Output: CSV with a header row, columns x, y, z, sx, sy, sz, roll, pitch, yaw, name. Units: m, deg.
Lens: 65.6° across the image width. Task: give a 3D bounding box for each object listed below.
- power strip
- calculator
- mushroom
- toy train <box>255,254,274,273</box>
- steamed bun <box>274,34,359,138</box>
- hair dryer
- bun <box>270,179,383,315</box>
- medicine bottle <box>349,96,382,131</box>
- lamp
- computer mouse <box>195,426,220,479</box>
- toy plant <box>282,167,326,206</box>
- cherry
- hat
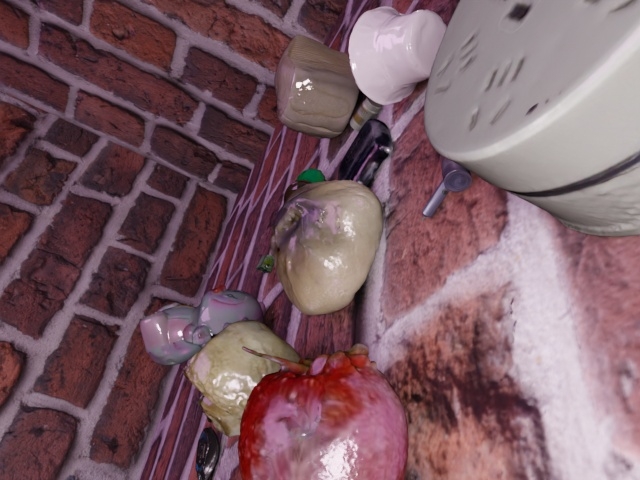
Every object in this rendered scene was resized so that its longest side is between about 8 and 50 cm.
x,y,z,sx,sy,sz,roll,pitch,yaw,name
0.242,-0.179,0.401,0.358,0.161,0.358,-56,19,30,power strip
0.095,-0.189,1.126,0.177,0.040,0.268,-58,13,19,calculator
-0.101,0.258,0.879,0.190,0.164,0.267,-48,-32,-33,mushroom
-0.178,0.076,1.600,0.057,0.038,0.093,-67,16,-14,toy train
-0.023,-0.444,1.499,0.384,0.246,0.236,-98,25,-53,steamed bun
0.172,-0.072,0.713,0.063,0.037,0.114,-82,16,-50,hair dryer
-0.003,0.003,0.924,0.273,0.168,0.273,-46,31,39,bun
0.111,-0.311,1.220,0.083,0.047,0.047,-51,22,43,medicine bottle
-0.293,0.253,1.316,0.247,0.300,0.248,-23,-80,-84,lamp
-0.278,0.537,1.239,0.079,0.047,0.135,-28,51,55,computer mouse
-0.040,-0.116,1.342,0.200,0.105,0.143,-57,-10,-47,toy plant
0.001,0.240,0.541,0.175,0.191,0.250,78,-169,-51,cherry
0.164,-0.360,0.944,0.126,0.203,0.203,11,76,54,hat
